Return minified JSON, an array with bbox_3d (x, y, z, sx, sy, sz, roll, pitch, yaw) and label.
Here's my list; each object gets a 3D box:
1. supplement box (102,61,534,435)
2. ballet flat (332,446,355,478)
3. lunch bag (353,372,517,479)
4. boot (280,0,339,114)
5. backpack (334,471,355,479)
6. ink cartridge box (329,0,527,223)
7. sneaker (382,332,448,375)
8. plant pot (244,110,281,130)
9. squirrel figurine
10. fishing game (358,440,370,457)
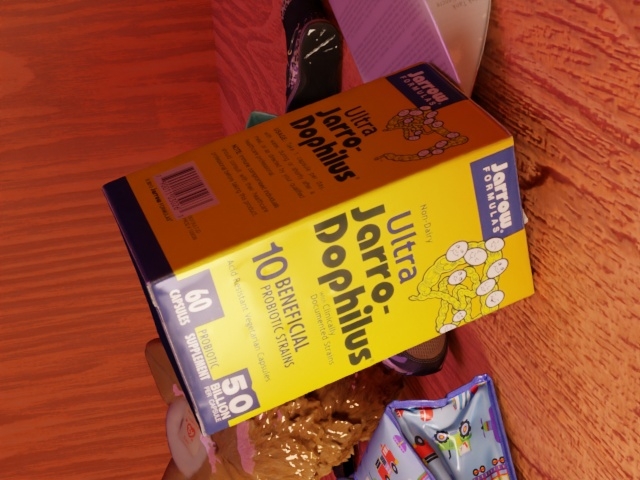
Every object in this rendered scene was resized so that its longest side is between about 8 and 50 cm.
[{"bbox_3d":[0.000,0.000,1.129,0.195,0.356,0.194,-127,17,-53],"label":"supplement box"},{"bbox_3d":[0.052,0.388,2.145,0.049,0.057,0.173,30,142,26],"label":"ballet flat"},{"bbox_3d":[0.164,0.337,1.301,0.221,0.138,0.293,105,147,-58],"label":"lunch bag"},{"bbox_3d":[-0.024,-0.303,1.950,0.179,0.085,0.236,-105,19,-47],"label":"boot"},{"bbox_3d":[0.067,0.426,1.868,0.084,0.114,0.105,-74,-17,-62],"label":"backpack"},{"bbox_3d":[0.131,-0.192,1.286,0.385,0.091,0.308,65,168,1],"label":"ink cartridge box"},{"bbox_3d":[0.097,0.037,1.465,0.122,0.110,0.283,103,158,-53],"label":"sneaker"},{"bbox_3d":[-0.044,-0.074,1.900,0.234,0.165,0.166,78,-153,-69],"label":"plant pot"},{"bbox_3d":[-0.023,0.262,1.762,0.397,0.370,0.281,-11,85,51],"label":"squirrel figurine"},{"bbox_3d":[0.012,0.286,2.061,0.264,0.041,0.189,30,126,43],"label":"fishing game"}]
